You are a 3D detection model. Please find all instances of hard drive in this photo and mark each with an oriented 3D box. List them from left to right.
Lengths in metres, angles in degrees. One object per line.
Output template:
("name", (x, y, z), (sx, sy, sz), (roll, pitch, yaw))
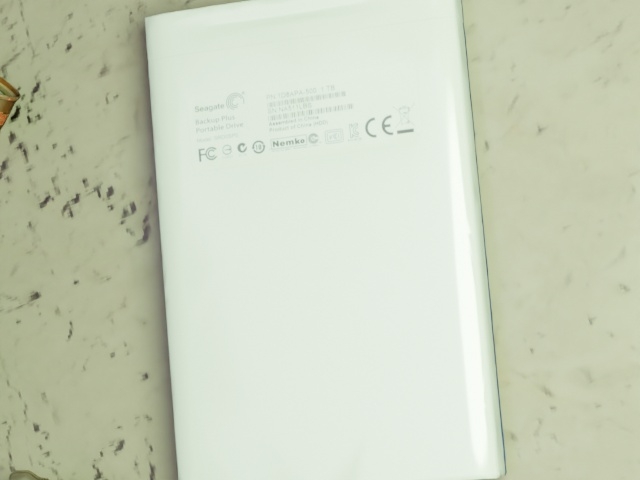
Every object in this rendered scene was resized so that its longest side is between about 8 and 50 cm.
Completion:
("hard drive", (0.000, 0.000, 1.160), (0.210, 0.040, 0.318), (-6, 84, 16))

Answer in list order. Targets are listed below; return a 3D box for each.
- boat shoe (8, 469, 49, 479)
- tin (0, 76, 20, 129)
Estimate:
("boat shoe", (-0.242, 0.302, 1.160), (0.097, 0.116, 0.324), (33, 90, 4))
("tin", (-0.290, -0.128, 1.221), (0.190, 0.106, 0.040), (31, 102, 17))
